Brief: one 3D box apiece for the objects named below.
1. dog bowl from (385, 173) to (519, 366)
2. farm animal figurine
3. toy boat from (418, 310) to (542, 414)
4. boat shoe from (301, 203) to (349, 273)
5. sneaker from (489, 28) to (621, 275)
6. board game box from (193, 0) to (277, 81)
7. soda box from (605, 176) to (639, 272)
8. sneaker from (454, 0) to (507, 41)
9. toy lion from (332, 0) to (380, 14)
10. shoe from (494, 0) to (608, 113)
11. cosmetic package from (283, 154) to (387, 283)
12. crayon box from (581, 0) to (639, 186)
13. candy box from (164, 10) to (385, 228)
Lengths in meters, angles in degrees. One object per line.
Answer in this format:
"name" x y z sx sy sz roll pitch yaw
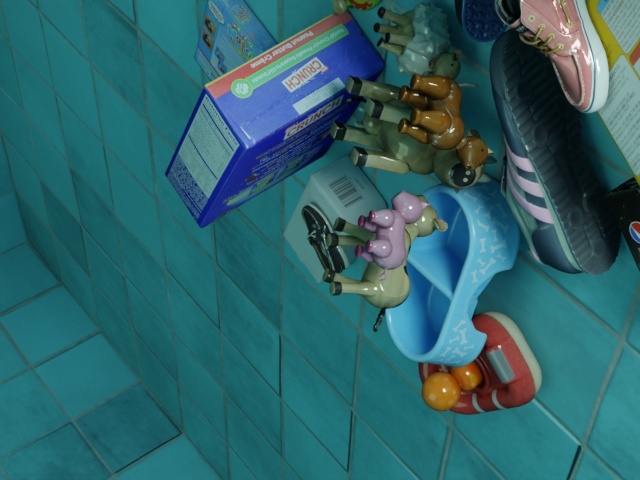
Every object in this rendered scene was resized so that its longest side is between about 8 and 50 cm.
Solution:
"dog bowl" 0.176 0.046 1.582 0.166 0.074 0.297 45 129 44
"farm animal figurine" 0.124 -0.097 1.456 0.326 0.172 0.330 -103 31 -46
"toy boat" 0.215 0.206 1.699 0.151 0.151 0.231 61 154 1
"boat shoe" 0.000 0.000 1.826 0.125 0.038 0.046 62 154 -7
"sneaker" 0.253 -0.102 1.366 0.131 0.112 0.319 4 118 58
"board game box" -0.152 -0.329 1.962 0.160 0.039 0.211 54 154 15
"soda box" 0.394 0.007 1.284 0.060 0.053 0.168 -13 105 63
"sneaker" 0.191 -0.347 1.272 0.090 0.081 0.232 -98 14 -59
"toy lion" 0.044 -0.368 1.578 0.096 0.034 0.100 -17 100 57
"shoe" 0.225 -0.207 1.117 0.063 0.081 0.178 173 82 -69
"cosmetic package" 0.021 -0.032 1.897 0.117 0.085 0.231 54 155 12
"crayon box" 0.318 -0.232 1.097 0.322 0.083 0.203 65 157 22
"candy box" -0.078 -0.179 1.713 0.122 0.268 0.317 54 153 6
